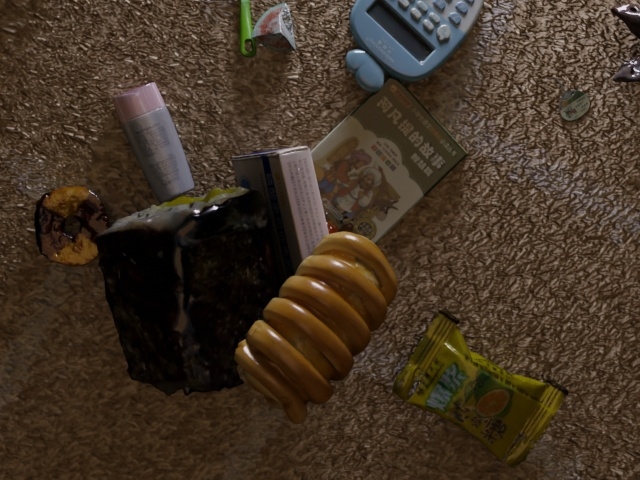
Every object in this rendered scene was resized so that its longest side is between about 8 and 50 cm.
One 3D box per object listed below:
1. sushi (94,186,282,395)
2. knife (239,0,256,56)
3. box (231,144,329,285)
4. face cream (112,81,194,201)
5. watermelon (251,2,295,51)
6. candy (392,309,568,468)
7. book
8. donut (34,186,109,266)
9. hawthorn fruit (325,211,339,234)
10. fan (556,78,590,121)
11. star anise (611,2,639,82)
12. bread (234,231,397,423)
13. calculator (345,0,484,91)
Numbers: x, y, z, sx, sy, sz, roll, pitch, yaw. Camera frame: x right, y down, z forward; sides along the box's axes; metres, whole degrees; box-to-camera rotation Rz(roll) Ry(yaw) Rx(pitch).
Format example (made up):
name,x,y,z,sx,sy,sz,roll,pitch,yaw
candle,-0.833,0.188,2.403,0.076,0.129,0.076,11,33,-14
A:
name,x,y,z,sx,sy,sz,roll,pitch,yaw
sushi,-0.208,0.076,1.735,0.281,0.299,0.294,-19,101,-24
knife,-0.126,-0.402,1.825,0.078,0.022,0.166,-4,98,-18
box,-0.050,0.015,1.791,0.065,0.200,0.343,-16,98,-26
face cream,-0.286,-0.168,1.823,0.084,0.057,0.198,-22,96,-3
watermelon,-0.072,-0.368,1.813,0.085,0.061,0.085,-5,109,-16
candy,0.291,0.274,1.915,0.297,0.081,0.187,31,95,-8
book,0.100,-0.134,1.876,0.264,0.027,0.202,-44,97,1
donut,-0.430,-0.027,1.825,0.140,0.059,0.140,-1,96,-5
hawthorn fruit,0.000,0.000,1.854,0.081,0.081,0.093,-9,105,-4
fan,0.448,-0.248,1.905,0.080,0.003,0.060,27,93,-8
star anise,0.632,-0.348,1.859,0.257,0.110,0.198,-8,97,-10
bread,0.007,0.121,1.640,0.173,0.121,0.311,46,66,-23
calculator,0.161,-0.387,1.833,0.188,0.042,0.303,43,88,-4
